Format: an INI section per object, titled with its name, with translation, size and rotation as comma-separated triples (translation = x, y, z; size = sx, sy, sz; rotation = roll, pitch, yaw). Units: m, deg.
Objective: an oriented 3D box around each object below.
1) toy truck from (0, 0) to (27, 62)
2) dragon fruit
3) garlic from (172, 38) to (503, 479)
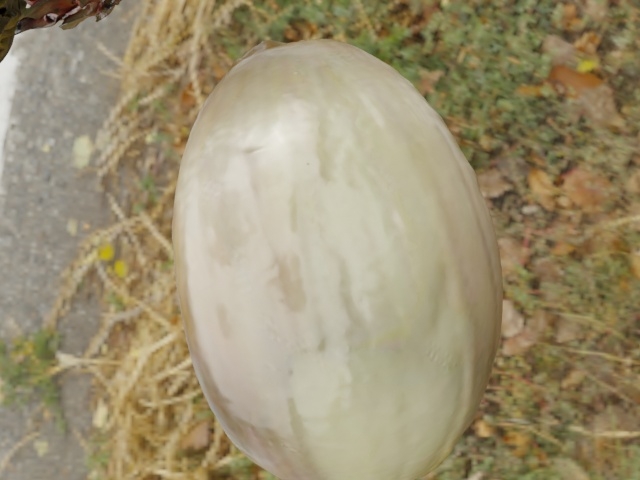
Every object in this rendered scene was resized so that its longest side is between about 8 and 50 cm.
[toy truck]
translation = -0.202, -0.224, 0.631
size = 0.254, 0.180, 0.405
rotation = -61, 8, -7
[dragon fruit]
translation = -0.200, -0.216, 0.996
size = 0.121, 0.142, 0.130
rotation = 17, 104, 17
[garlic]
translation = 0.009, -0.002, 0.510
size = 0.115, 0.128, 0.207
rotation = -16, 79, 33
